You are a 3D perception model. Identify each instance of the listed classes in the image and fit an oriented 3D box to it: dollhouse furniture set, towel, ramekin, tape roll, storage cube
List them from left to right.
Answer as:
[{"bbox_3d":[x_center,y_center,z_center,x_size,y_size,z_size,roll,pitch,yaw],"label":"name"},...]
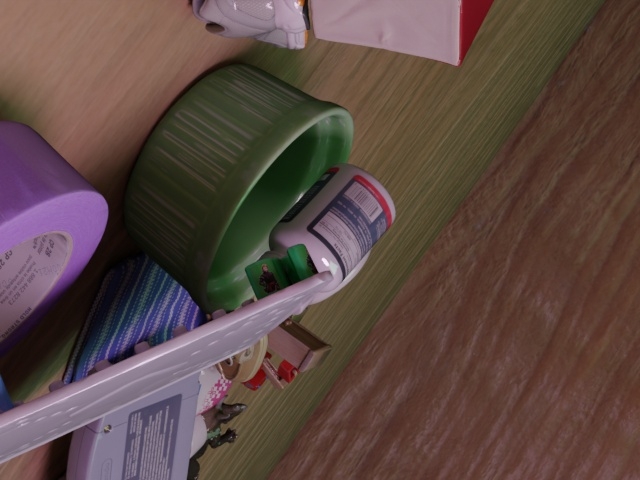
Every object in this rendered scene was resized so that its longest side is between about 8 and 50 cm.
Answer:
[{"bbox_3d":[-0.307,0.032,0.763,0.275,0.090,0.275,-46,173,-7],"label":"tape roll"},{"bbox_3d":[-0.227,0.091,1.342,0.336,0.040,0.243,-29,149,-59],"label":"towel"},{"bbox_3d":[-0.105,-0.071,1.155,0.303,0.148,0.303,-50,164,-20],"label":"ramekin"},{"bbox_3d":[0.014,0.050,1.747,0.356,0.173,0.303,-57,166,9],"label":"dollhouse furniture set"},{"bbox_3d":[0.101,-0.339,1.021,0.215,0.183,0.193,82,30,-50],"label":"storage cube"}]

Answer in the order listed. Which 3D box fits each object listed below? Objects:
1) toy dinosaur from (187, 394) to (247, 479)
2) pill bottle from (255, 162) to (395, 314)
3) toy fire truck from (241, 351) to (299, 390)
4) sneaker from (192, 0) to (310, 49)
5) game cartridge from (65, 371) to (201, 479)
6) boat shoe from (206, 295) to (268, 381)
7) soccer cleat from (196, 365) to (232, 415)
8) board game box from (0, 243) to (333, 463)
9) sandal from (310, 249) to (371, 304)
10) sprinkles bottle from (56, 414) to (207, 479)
[{"bbox_3d":[-0.266,0.418,1.847,0.313,0.121,0.160,-51,154,3],"label":"toy dinosaur"},{"bbox_3d":[0.000,0.000,1.130,0.180,0.108,0.108,-47,163,-25],"label":"pill bottle"},{"bbox_3d":[-0.109,0.265,1.899,0.047,0.135,0.192,-45,162,-33],"label":"toy fire truck"},{"bbox_3d":[-0.075,-0.258,0.992,0.262,0.121,0.099,-104,-170,-85],"label":"sneaker"},{"bbox_3d":[-0.273,0.313,1.339,0.198,0.062,0.297,-11,120,-45],"label":"game cartridge"},{"bbox_3d":[-0.142,0.115,1.422,0.089,0.104,0.285,-32,139,-41],"label":"boat shoe"},{"bbox_3d":[-0.233,0.230,1.476,0.331,0.116,0.143,-43,156,-42],"label":"soccer cleat"},{"bbox_3d":[-0.214,0.139,0.990,0.390,0.050,0.390,-23,171,-23],"label":"board game box"},{"bbox_3d":[-0.023,-0.030,1.399,0.169,0.102,0.416,-42,-160,12],"label":"sandal"},{"bbox_3d":[-0.336,0.385,1.481,0.355,0.121,0.121,-39,158,-46],"label":"sprinkles bottle"}]
